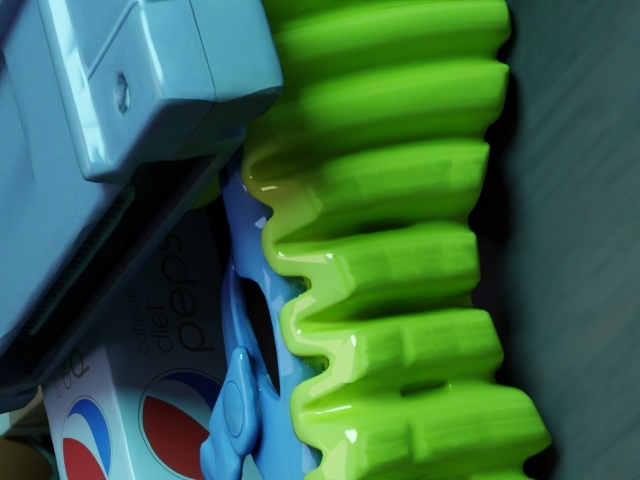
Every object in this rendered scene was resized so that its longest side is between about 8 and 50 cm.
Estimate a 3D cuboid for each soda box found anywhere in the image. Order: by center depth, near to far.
[{"bbox_3d":[-0.081,0.064,0.902,0.069,0.074,0.216,-43,56,48],"label":"soda box"}]

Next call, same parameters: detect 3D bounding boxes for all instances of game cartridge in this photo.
[{"bbox_3d":[-0.125,-0.084,0.793,0.355,0.068,0.230,-46,61,59],"label":"game cartridge"}]

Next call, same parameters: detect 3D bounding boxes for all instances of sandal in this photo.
[{"bbox_3d":[0.000,0.000,0.744,0.138,0.126,0.317,-17,75,59],"label":"sandal"}]

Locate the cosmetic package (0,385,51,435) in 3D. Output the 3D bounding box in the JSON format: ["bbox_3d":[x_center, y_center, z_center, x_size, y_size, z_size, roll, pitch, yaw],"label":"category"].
[{"bbox_3d":[-0.128,0.053,1.002,0.115,0.041,0.060,-41,57,49],"label":"cosmetic package"}]

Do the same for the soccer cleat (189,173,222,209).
[{"bbox_3d":[-0.061,-0.155,0.828,0.093,0.121,0.289,31,115,52],"label":"soccer cleat"}]

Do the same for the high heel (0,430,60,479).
[{"bbox_3d":[-0.167,0.222,0.976,0.377,0.127,0.181,43,114,43],"label":"high heel"}]
